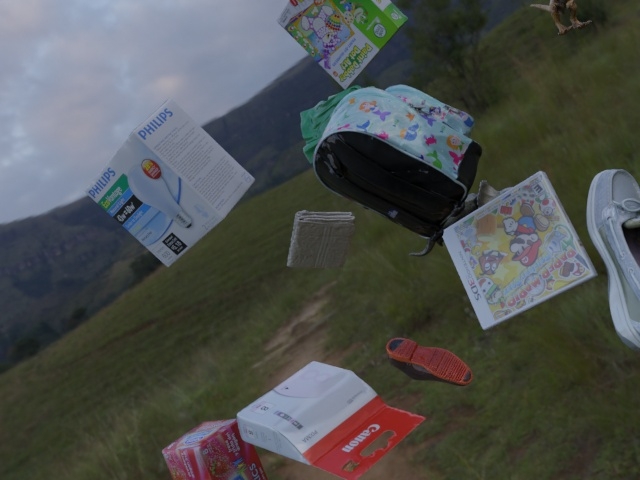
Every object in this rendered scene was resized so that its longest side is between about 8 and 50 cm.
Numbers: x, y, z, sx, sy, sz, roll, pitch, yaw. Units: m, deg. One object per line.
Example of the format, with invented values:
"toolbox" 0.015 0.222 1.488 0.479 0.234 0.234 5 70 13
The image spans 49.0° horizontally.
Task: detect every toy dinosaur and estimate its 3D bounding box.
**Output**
"toy dinosaur" 0.362 -0.068 1.868 0.313 0.121 0.160 -22 -28 2
"toy dinosaur" 0.440 -0.431 1.286 0.064 0.112 0.211 -24 -7 12

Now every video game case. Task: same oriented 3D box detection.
"video game case" 0.345 0.021 1.256 0.227 0.207 0.026 -34 -24 33

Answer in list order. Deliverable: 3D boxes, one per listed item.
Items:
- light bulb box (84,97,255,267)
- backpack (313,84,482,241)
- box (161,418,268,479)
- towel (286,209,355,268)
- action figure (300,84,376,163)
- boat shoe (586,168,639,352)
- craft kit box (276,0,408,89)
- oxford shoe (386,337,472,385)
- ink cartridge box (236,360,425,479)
"light bulb box" -0.468 -0.171 2.176 0.358 0.361 0.225 -36 15 41
"backpack" 0.122 -0.141 1.178 0.225 0.253 0.191 116 174 -63
"box" -0.182 0.488 1.357 0.128 0.257 0.122 -17 6 42
"towel" 0.000 0.000 2.160 0.187 0.049 0.282 2 -35 -10
"action figure" 0.046 -0.286 1.610 0.063 0.137 0.232 0 -21 -42
"boat shoe" 0.520 0.017 1.141 0.118 0.321 0.103 13 -29 -21
"craft kit box" 0.044 -0.523 1.666 0.061 0.246 0.250 -52 7 -37
"oxford shoe" 0.328 0.380 2.114 0.097 0.271 0.099 -45 -36 -38
"ink cartridge box" 0.015 0.270 1.092 0.232 0.066 0.189 0 19 44
